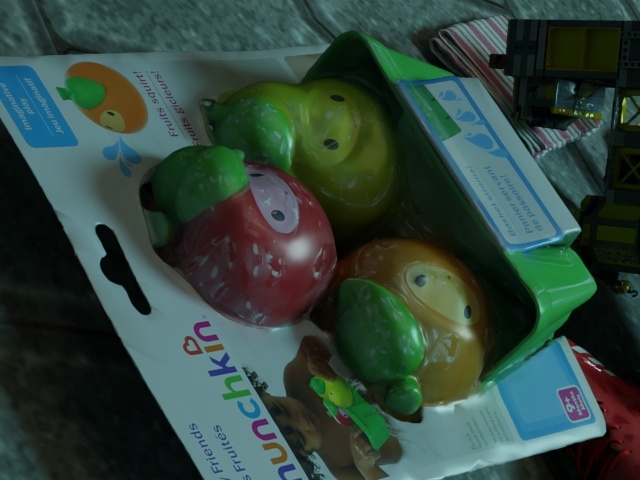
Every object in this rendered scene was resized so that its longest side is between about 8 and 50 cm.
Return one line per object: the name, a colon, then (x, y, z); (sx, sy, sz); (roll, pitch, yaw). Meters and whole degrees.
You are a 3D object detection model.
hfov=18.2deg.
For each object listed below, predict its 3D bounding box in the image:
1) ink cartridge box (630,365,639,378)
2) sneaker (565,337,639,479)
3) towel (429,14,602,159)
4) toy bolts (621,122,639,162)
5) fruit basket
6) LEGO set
ink cartridge box: (0.307, 0.123, 1.514); (0.109, 0.062, 0.209); (45, 1, -1)
sneaker: (0.187, 0.147, 1.405); (0.128, 0.087, 0.221); (37, 16, -2)
towel: (0.178, -0.140, 1.811); (0.144, 0.029, 0.197); (51, 25, 7)
toy bolts: (0.415, -0.047, 1.875); (0.218, 0.158, 0.228); (35, 30, -22)
fruit basket: (0.000, 0.000, 1.199); (0.353, 0.165, 0.327); (-2, 54, -52)
LEGO set: (0.274, -0.078, 1.710); (0.331, 0.192, 0.255); (-9, 101, -47)
